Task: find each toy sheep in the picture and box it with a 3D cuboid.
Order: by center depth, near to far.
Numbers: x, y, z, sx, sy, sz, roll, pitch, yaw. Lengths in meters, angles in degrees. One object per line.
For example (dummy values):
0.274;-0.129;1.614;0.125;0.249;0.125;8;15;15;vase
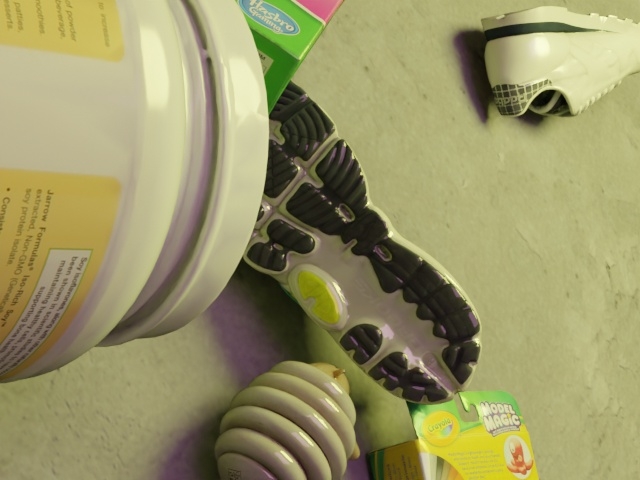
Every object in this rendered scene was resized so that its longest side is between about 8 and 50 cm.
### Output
-0.022;0.125;0.774;0.091;0.091;0.132;49;50;-17;toy sheep

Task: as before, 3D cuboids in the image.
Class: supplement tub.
-0.211;-0.053;0.548;0.331;0.241;0.241;2;70;-45;supplement tub

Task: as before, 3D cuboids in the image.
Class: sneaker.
0.000;0.000;0.856;0.275;0.107;0.110;53;-1;3;sneaker
0.232;-0.159;1.173;0.235;0.090;0.095;-5;88;-42;sneaker

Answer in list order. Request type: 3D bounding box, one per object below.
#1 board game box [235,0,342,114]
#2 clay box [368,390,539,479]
-0.066;-0.255;0.865;0.242;0.064;0.317;33;48;-5;board game box
0.107;0.218;0.880;0.127;0.053;0.222;6;67;-44;clay box
